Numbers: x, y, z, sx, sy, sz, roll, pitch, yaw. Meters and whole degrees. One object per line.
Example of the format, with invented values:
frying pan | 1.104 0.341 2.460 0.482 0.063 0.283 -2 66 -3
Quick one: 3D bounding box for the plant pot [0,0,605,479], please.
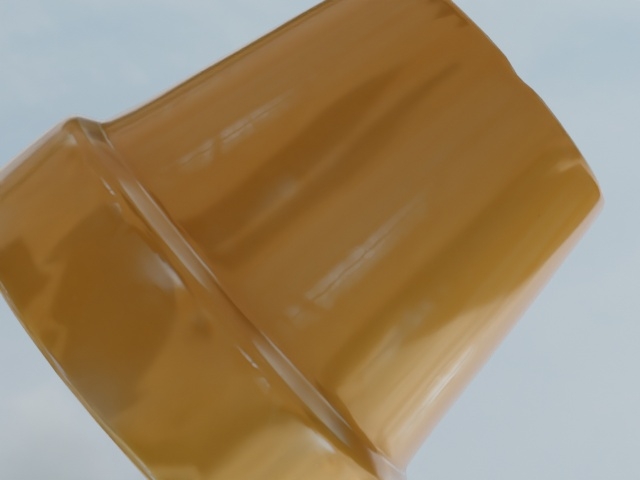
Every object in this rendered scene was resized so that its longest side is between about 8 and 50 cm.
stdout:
plant pot | 0.000 0.000 0.604 0.188 0.205 0.205 -40 -142 1
